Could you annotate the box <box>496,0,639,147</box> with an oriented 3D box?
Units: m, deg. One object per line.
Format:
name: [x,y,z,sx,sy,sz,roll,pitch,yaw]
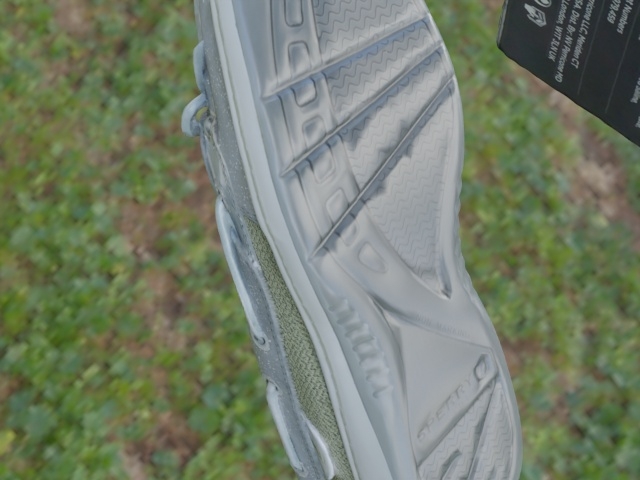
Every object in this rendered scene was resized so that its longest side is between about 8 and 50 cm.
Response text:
box: [0.161,-0.086,0.520,0.158,0.093,0.156,37,69,16]

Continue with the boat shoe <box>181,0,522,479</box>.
boat shoe: [0.002,0.000,0.771,0.118,0.103,0.320,-42,126,-37]
